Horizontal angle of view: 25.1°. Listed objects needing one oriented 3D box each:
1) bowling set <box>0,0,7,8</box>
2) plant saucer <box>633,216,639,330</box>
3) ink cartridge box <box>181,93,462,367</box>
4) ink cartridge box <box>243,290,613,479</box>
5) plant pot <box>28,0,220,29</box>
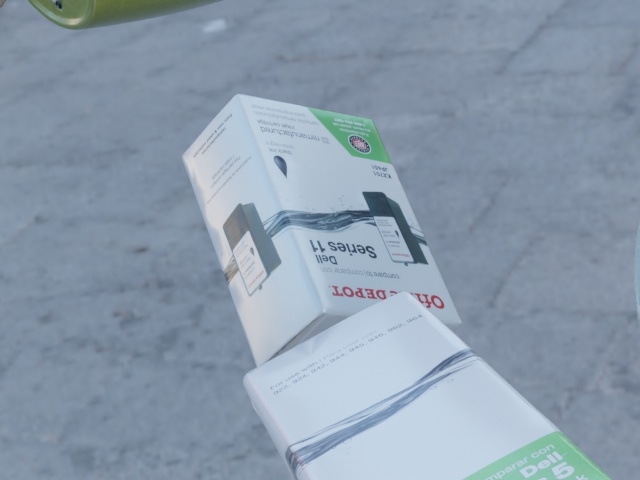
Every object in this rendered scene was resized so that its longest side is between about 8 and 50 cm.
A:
[{"bbox_3d":[-0.227,-0.108,0.676,0.287,0.199,0.154,-32,-27,25],"label":"bowling set"},{"bbox_3d":[0.307,-0.059,0.669,0.400,0.100,0.400,-29,39,27],"label":"plant saucer"},{"bbox_3d":[0.000,0.000,1.120,0.153,0.087,0.208,6,51,-42],"label":"ink cartridge box"},{"bbox_3d":[0.077,0.167,0.721,0.115,0.198,0.273,-29,22,-6],"label":"ink cartridge box"},{"bbox_3d":[-0.152,-0.325,1.354,0.275,0.274,0.293,14,43,45],"label":"plant pot"}]
